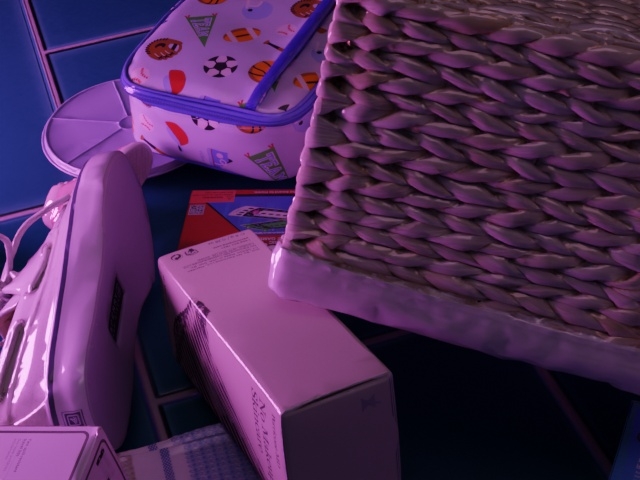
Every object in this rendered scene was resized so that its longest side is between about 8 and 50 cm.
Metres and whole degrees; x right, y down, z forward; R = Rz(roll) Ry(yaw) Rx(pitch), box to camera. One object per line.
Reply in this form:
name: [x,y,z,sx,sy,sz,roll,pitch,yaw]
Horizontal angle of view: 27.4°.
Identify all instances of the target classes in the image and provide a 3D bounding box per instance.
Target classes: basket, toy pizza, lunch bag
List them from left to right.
toy pizza: [-0.212,-0.120,1.480,0.201,0.032,0.201,-3,40,2]
lunch bag: [-0.056,-0.200,1.440,0.243,0.115,0.303,13,46,22]
basket: [0.162,-0.081,1.096,0.331,0.266,0.328,13,20,10]

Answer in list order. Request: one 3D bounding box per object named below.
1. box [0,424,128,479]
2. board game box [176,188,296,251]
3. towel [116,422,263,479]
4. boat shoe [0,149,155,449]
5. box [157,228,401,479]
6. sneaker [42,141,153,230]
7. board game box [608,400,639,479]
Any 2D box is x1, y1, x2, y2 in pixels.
box: [-0.303,0.226,0.975,0.290,0.087,0.169,-3,41,16]
board game box: [0.000,0.000,1.307,0.281,0.027,0.145,-1,40,6]
towel: [-0.101,0.231,1.023,0.285,0.034,0.209,-13,39,-9]
boat shoe: [-0.247,0.058,1.199,0.156,0.136,0.367,-12,42,10]
box: [-0.040,0.100,1.063,0.094,0.113,0.275,-17,29,-19]
sneaker: [-0.238,-0.057,1.372,0.070,0.051,0.134,21,65,36]
board game box: [0.286,0.221,0.974,0.160,0.047,0.210,11,42,21]
